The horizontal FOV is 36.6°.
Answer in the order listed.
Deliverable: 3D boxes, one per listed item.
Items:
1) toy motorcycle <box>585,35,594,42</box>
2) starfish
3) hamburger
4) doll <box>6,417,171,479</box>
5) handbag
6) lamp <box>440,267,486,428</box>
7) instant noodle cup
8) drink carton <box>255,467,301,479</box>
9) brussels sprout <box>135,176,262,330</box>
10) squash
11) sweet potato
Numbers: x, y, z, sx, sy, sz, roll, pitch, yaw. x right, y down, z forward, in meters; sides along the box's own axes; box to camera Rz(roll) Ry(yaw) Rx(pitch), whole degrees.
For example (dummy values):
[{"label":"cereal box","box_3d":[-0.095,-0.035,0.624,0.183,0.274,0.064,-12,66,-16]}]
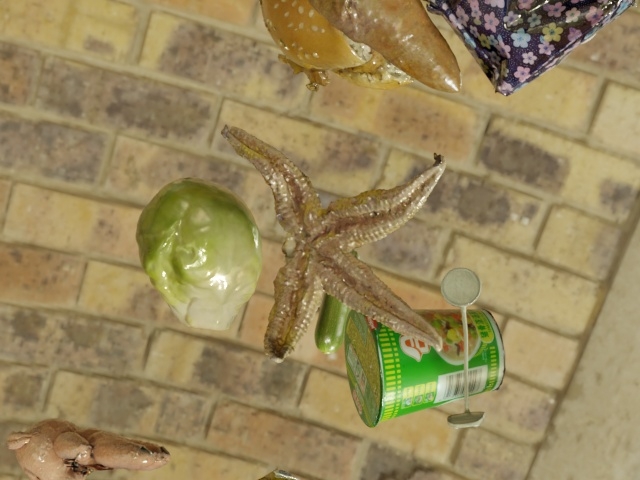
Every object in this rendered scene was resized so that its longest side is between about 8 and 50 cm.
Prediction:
[{"label":"toy motorcycle","box_3d":[0.415,-0.448,1.571,0.112,0.254,0.112,3,-172,0]},{"label":"starfish","box_3d":[0.004,0.006,1.488,0.384,0.398,0.132,-1,159,28]},{"label":"hamburger","box_3d":[0.005,-0.471,1.880,0.268,0.287,0.445,13,-121,-42]},{"label":"doll","box_3d":[-0.428,0.420,1.793,0.303,0.156,0.201,2,162,28]},{"label":"handbag","box_3d":[0.245,-0.310,1.190,0.207,0.229,0.127,54,-140,0]},{"label":"lamp","box_3d":[0.173,0.128,1.172,0.050,0.198,0.056,-6,167,16]},{"label":"instant noodle cup","box_3d":[0.179,0.198,1.634,0.233,0.207,0.207,-5,-158,-13]},{"label":"drink carton","box_3d":[-0.074,0.370,1.353,0.200,0.084,0.074,-15,-163,-40]},{"label":"brussels sprout","box_3d":[-0.239,0.018,1.903,0.243,0.316,0.273,-4,160,-14]},{"label":"squash","box_3d":[0.035,0.126,2.012,0.066,0.228,0.066,13,163,4]},{"label":"sweet potato","box_3d":[0.031,-0.288,1.002,0.114,0.341,0.092,-25,-169,16]}]
